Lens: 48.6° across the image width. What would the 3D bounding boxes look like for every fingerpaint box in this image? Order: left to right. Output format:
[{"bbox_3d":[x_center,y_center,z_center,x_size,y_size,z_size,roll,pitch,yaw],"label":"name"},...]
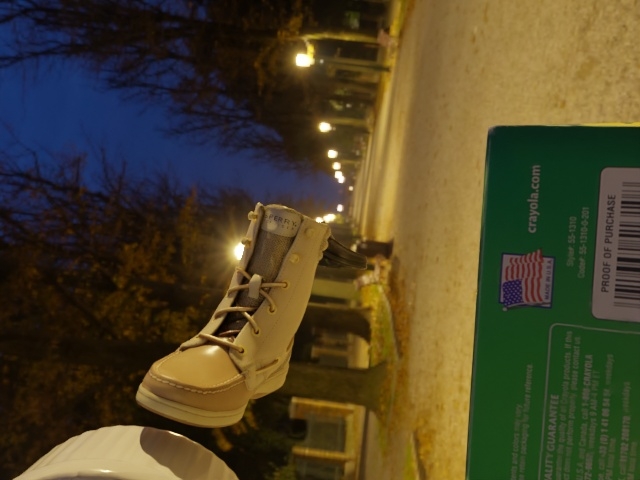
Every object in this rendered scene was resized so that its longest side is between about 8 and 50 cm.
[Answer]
[{"bbox_3d":[0.233,0.143,0.607,0.371,0.163,0.444,-4,-83,-67],"label":"fingerpaint box"}]

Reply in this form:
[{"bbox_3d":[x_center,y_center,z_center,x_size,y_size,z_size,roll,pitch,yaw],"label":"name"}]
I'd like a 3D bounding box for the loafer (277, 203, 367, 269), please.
[{"bbox_3d":[0.000,0.000,1.021,0.062,0.170,0.061,-7,65,57],"label":"loafer"}]

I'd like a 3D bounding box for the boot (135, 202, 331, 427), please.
[{"bbox_3d":[-0.071,0.062,0.694,0.262,0.095,0.203,-1,-69,-71],"label":"boot"}]

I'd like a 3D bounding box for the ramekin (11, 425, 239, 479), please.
[{"bbox_3d":[-0.172,0.289,0.617,0.127,0.273,0.272,-82,-1,-76],"label":"ramekin"}]
